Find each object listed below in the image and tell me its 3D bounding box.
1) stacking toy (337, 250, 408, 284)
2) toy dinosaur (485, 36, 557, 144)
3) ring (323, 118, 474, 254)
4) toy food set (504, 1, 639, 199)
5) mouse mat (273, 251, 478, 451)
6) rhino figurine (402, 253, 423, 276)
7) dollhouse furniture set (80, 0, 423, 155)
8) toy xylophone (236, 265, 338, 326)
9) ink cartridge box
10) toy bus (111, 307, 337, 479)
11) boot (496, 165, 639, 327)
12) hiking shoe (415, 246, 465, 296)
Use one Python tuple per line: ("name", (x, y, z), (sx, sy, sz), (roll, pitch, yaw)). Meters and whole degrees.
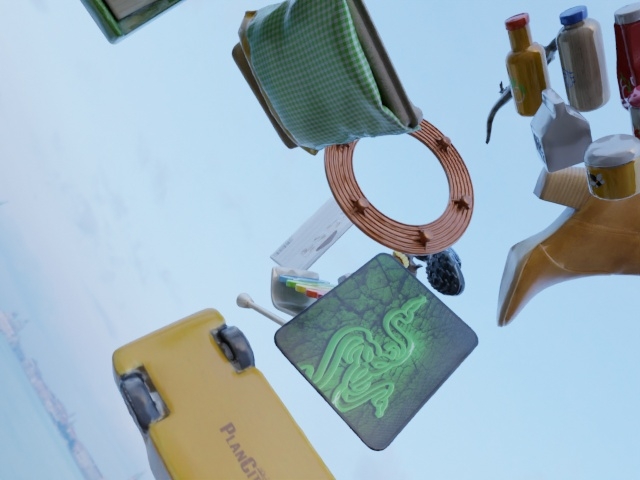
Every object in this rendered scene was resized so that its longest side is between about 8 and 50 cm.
("stacking toy", (0.084, 0.100, 1.174), (0.052, 0.167, 0.221), (63, -32, 7))
("toy dinosaur", (0.401, -0.325, 0.999), (0.064, 0.118, 0.268), (30, -64, -14))
("ring", (0.165, -0.132, 0.975), (0.336, 0.336, 0.032), (55, -32, 8))
("toy food set", (0.236, -0.140, 0.439), (0.111, 0.232, 0.104), (-18, -60, 18))
("mouse mat", (0.064, 0.102, 0.524), (0.152, 0.189, 0.007), (44, -35, 18))
("rhino figurine", (0.191, 0.112, 1.321), (0.106, 0.243, 0.073), (37, 2, 14))
("dollhouse furniture set", (-0.075, -0.183, 0.452), (0.197, 0.151, 0.301), (9, -45, 58))
("toy xylophone", (0.003, 0.110, 0.889), (0.322, 0.236, 0.081), (11, -90, 47))
("ink cartridge box", (0.000, 0.000, 1.460), (0.060, 0.275, 0.239), (50, -9, -28))
("toy bus", (-0.052, 0.219, 0.408), (0.333, 0.108, 0.130), (48, -35, 26))
("boot", (0.407, 0.034, 0.763), (0.211, 0.104, 0.295), (16, -65, 9))
("hiking shoe", (0.378, 0.067, 1.489), (0.304, 0.132, 0.113), (-106, -144, -60))
